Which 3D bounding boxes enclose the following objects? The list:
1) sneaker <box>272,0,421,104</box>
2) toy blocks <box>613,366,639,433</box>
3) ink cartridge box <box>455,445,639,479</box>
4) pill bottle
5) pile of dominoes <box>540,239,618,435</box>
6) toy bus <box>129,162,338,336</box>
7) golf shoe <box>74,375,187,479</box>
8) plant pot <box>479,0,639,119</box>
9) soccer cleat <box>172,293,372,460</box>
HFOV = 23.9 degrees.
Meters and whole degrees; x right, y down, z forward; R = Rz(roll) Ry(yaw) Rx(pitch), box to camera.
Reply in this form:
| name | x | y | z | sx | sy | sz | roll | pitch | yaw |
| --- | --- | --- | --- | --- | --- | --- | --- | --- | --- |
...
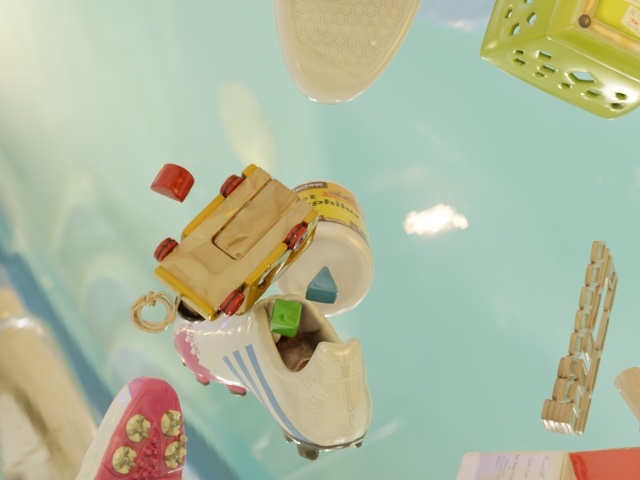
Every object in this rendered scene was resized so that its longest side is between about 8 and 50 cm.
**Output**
| name | x | y | z | sx | sy | sz | roll | pitch | yaw |
| --- | --- | --- | --- | --- | --- | --- | --- | --- | --- |
| sneaker | 0.006 | -0.216 | 1.072 | 0.147 | 0.104 | 0.296 | 134 | 141 | -67 |
| toy blocks | 0.619 | 0.218 | 2.018 | 0.288 | 0.309 | 0.260 | -52 | 46 | 26 |
| ink cartridge box | 0.332 | 0.382 | 1.880 | 0.261 | 0.066 | 0.296 | -7 | 125 | 24 |
| pill bottle | 0.000 | 0.000 | 1.811 | 0.215 | 0.117 | 0.117 | -98 | -7 | -69 |
| pile of dominoes | 0.335 | 0.123 | 1.973 | 0.040 | 0.251 | 0.196 | 8 | 158 | 21 |
| toy bus | -0.093 | 0.025 | 1.517 | 0.104 | 0.202 | 0.191 | 103 | 163 | -60 |
| golf shoe | -0.226 | 0.273 | 1.493 | 0.140 | 0.115 | 0.306 | 17 | 92 | 42 |
| plant pot | 0.374 | -0.308 | 1.981 | 0.227 | 0.228 | 0.207 | -70 | 17 | -7 |
| soccer cleat | -0.050 | 0.104 | 1.586 | 0.331 | 0.116 | 0.143 | 28 | 124 | 51 |
